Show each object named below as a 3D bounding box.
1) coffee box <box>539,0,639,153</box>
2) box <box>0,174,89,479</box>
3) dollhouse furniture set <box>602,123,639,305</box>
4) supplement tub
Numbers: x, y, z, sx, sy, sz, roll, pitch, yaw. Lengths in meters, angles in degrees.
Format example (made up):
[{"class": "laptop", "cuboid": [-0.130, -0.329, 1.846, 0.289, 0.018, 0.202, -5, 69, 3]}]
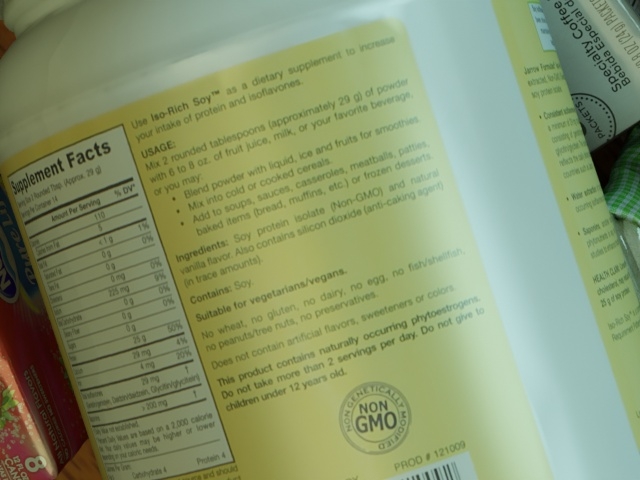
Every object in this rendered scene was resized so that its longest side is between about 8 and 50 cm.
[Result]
[{"class": "coffee box", "cuboid": [0.035, -0.159, 0.942, 0.168, 0.119, 0.297, -33, 98, 21]}, {"class": "box", "cuboid": [-0.224, 0.013, 1.059, 0.123, 0.128, 0.257, -17, 104, 18]}, {"class": "dollhouse furniture set", "cuboid": [0.262, 0.064, 0.926, 0.151, 0.197, 0.301, -20, 104, 20]}, {"class": "supplement tub", "cuboid": [0.000, 0.000, 0.792, 0.241, 0.241, 0.331, -18, 90, 18]}]
